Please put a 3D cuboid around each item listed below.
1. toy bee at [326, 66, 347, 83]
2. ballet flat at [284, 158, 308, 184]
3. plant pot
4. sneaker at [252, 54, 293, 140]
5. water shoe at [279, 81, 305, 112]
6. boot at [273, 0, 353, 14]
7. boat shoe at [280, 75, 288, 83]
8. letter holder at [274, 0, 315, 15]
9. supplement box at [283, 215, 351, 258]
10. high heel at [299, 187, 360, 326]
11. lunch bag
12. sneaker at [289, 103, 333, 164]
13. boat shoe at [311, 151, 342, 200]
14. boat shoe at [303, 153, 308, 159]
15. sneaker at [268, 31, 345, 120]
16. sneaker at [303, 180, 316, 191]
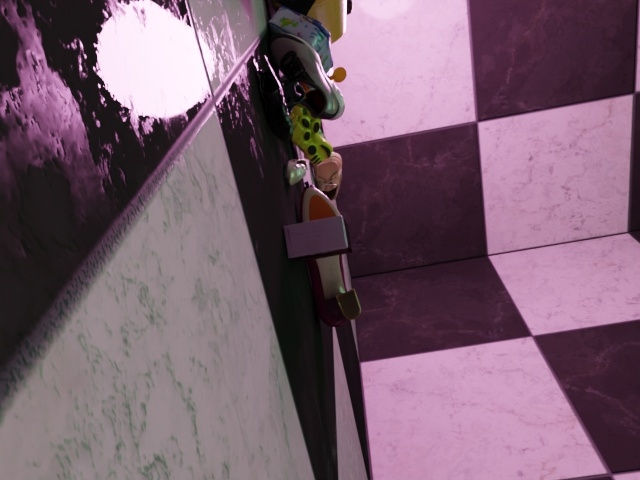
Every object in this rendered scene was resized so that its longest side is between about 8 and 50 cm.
[{"bbox_3d":[-0.022,-0.518,1.989,0.298,0.195,0.162,-34,109,-41],"label":"toy bee"},{"bbox_3d":[-0.058,-0.180,1.479,0.168,0.053,0.057,-86,166,-70],"label":"ballet flat"},{"bbox_3d":[-0.023,-0.717,1.739,0.239,0.254,0.253,70,11,-51],"label":"plant pot"},{"bbox_3d":[-0.101,-0.297,1.246,0.089,0.051,0.170,-17,92,-85],"label":"sneaker"},{"bbox_3d":[-0.074,-0.347,1.456,0.203,0.080,0.072,-71,151,-81],"label":"water shoe"},{"bbox_3d":[-0.027,-0.831,1.940,0.348,0.260,0.131,-10,90,-85],"label":"boot"},{"bbox_3d":[-0.058,-0.440,1.776,0.254,0.095,0.079,-6,85,-84],"label":"boat shoe"},{"bbox_3d":[-0.054,-0.673,1.225,0.214,0.301,0.152,43,23,14],"label":"letter holder"},{"bbox_3d":[0.000,0.000,1.331,0.239,0.130,0.073,25,55,-83],"label":"supplement box"},{"bbox_3d":[-0.004,0.052,1.604,0.181,0.127,0.376,-30,-109,64],"label":"high heel"},{"bbox_3d":[-0.055,-0.559,1.674,0.090,0.176,0.219,-54,166,-7],"label":"lunch bag"},{"bbox_3d":[-0.054,-0.327,1.715,0.123,0.109,0.295,50,-5,26],"label":"sneaker"},{"bbox_3d":[0.036,-0.257,2.390,0.341,0.122,0.110,69,11,-74],"label":"boat shoe"},{"bbox_3d":[-0.058,-0.343,1.954,0.056,0.048,0.152,-139,-135,-78],"label":"boat shoe"},{"bbox_3d":[-0.042,-0.427,1.525,0.271,0.100,0.108,52,30,2],"label":"sneaker"},{"bbox_3d":[-0.003,-0.092,1.819,0.223,0.083,0.098,71,5,-59],"label":"sneaker"}]
